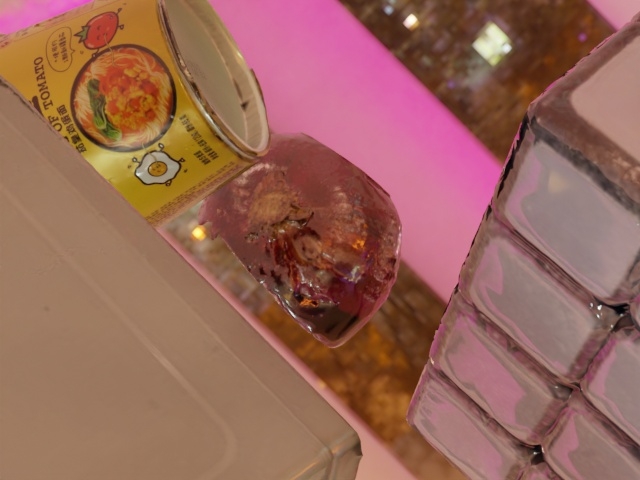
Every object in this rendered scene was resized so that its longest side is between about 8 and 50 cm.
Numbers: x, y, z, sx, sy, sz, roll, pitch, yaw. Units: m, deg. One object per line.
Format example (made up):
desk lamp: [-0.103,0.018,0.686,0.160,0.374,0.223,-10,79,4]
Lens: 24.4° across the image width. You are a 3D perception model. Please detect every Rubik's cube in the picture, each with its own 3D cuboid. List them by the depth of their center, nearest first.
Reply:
Rubik's cube: [0.296,0.035,0.812,0.337,0.343,0.344,-39,161,-29]

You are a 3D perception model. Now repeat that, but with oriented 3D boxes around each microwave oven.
microwave oven: [-0.164,0.085,0.633,0.237,0.295,0.181,-31,149,-29]

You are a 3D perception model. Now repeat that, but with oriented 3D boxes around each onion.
onion: [0.000,0.000,1.344,0.140,0.195,0.218,-52,153,-1]

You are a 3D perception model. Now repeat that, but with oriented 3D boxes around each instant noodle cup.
instant noodle cup: [-0.127,-0.089,1.001,0.144,0.182,0.182,-26,-171,18]
